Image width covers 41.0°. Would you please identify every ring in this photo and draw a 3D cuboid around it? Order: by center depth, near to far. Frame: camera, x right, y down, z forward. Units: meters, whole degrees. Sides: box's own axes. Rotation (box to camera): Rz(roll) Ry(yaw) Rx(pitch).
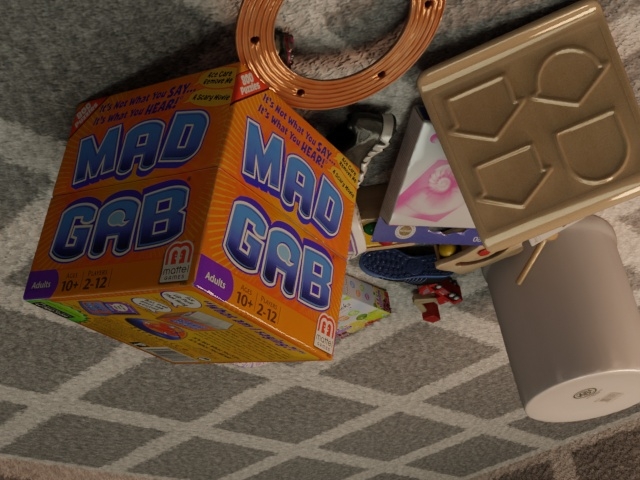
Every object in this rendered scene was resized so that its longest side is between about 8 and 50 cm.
[{"bbox_3d":[0.031,-0.335,1.288,0.336,0.032,0.337,-15,142,-12],"label":"ring"}]

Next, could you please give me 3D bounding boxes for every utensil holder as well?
[{"bbox_3d":[0.571,0.185,1.980,0.327,0.386,0.328,-5,148,-3],"label":"utensil holder"}]

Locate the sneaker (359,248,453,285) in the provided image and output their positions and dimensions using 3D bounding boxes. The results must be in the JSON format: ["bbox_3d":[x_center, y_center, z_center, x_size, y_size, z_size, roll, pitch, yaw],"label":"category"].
[{"bbox_3d":[0.194,0.068,1.992,0.232,0.082,0.090,6,158,-12],"label":"sneaker"}]

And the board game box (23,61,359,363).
[{"bbox_3d":[-0.193,-0.018,1.412,0.356,0.357,0.356,-6,154,33],"label":"board game box"}]

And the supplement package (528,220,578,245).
[{"bbox_3d":[0.434,-0.092,1.579,0.179,0.105,0.105,-30,137,10],"label":"supplement package"}]

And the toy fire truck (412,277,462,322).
[{"bbox_3d":[0.282,0.141,2.164,0.135,0.047,0.192,-26,144,29],"label":"toy fire truck"}]

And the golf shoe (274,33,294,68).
[{"bbox_3d":[-0.095,-0.263,1.405,0.085,0.068,0.186,5,137,-9],"label":"golf shoe"}]

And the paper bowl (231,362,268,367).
[{"bbox_3d":[-0.160,0.118,1.849,0.148,0.284,0.284,23,176,45],"label":"paper bowl"}]

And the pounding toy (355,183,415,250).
[{"bbox_3d":[0.172,-0.035,1.807,0.205,0.094,0.181,-7,149,-1],"label":"pounding toy"}]

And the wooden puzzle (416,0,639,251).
[{"bbox_3d":[0.372,-0.190,1.462,0.322,0.080,0.348,-22,103,12],"label":"wooden puzzle"}]

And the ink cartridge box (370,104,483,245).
[{"bbox_3d":[0.292,-0.097,1.655,0.323,0.071,0.330,1,129,-16],"label":"ink cartridge box"}]

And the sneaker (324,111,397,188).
[{"bbox_3d":[0.045,-0.162,1.594,0.106,0.078,0.234,12,142,-21],"label":"sneaker"}]

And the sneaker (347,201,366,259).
[{"bbox_3d":[0.000,0.001,1.690,0.160,0.102,0.282,-13,164,-8],"label":"sneaker"}]

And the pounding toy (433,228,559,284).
[{"bbox_3d":[0.377,0.014,1.875,0.269,0.155,0.154,-24,150,24],"label":"pounding toy"}]

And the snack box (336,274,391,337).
[{"bbox_3d":[0.042,0.161,2.118,0.207,0.070,0.174,24,137,-39],"label":"snack box"}]
